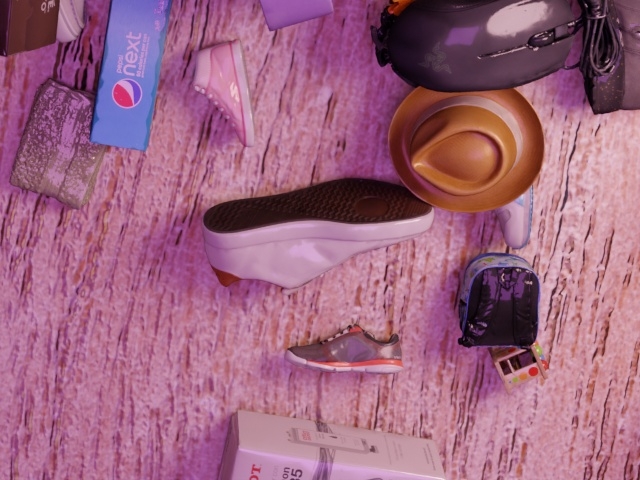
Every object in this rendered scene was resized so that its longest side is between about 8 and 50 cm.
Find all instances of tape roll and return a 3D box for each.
[{"bbox_3d":[-0.047,-0.340,1.757,0.080,0.189,0.189,-16,109,2],"label":"tape roll"}]

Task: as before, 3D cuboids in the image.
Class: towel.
[{"bbox_3d":[-0.318,-0.118,1.900,0.110,0.027,0.148,21,106,-10],"label":"towel"}]

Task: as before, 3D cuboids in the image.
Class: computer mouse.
[{"bbox_3d":[0.213,-0.239,1.759,0.272,0.072,0.189,-13,122,0],"label":"computer mouse"}]

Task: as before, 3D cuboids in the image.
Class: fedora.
[{"bbox_3d":[0.170,-0.107,1.841,0.194,0.079,0.194,5,112,13],"label":"fedora"}]

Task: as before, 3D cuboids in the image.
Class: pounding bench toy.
[{"bbox_3d":[0.258,0.148,2.020,0.065,0.052,0.083,-24,109,4],"label":"pounding bench toy"}]

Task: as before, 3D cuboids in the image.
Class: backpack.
[{"bbox_3d":[0.229,0.073,1.975,0.105,0.084,0.114,2,113,-4],"label":"backpack"}]

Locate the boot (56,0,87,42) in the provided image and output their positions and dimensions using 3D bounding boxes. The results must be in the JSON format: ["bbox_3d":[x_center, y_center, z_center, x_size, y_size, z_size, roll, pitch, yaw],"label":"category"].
[{"bbox_3d":[-0.276,-0.364,1.781,0.123,0.095,0.258,-8,109,6],"label":"boot"}]

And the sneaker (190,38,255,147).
[{"bbox_3d":[-0.120,-0.177,1.883,0.070,0.051,0.134,-10,106,1],"label":"sneaker"}]

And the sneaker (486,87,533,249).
[{"bbox_3d":[0.217,-0.097,1.923,0.092,0.087,0.229,-10,105,10],"label":"sneaker"}]

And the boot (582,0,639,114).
[{"bbox_3d":[0.429,-0.313,1.838,0.222,0.118,0.338,-4,121,3],"label":"boot"}]

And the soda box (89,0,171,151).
[{"bbox_3d":[-0.227,-0.218,1.838,0.071,0.067,0.210,9,101,-10],"label":"soda box"}]

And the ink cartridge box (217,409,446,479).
[{"bbox_3d":[0.004,0.359,2.040,0.283,0.117,0.207,10,108,-8],"label":"ink cartridge box"}]

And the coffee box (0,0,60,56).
[{"bbox_3d":[-0.446,-0.322,1.722,0.297,0.119,0.168,15,109,14],"label":"coffee box"}]

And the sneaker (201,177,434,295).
[{"bbox_3d":[0.000,0.000,1.938,0.290,0.106,0.123,-5,127,1],"label":"sneaker"}]

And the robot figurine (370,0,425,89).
[{"bbox_3d":[0.136,-0.313,1.799,0.211,0.085,0.291,-25,132,4],"label":"robot figurine"}]

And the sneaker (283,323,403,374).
[{"bbox_3d":[0.031,0.141,2.010,0.157,0.061,0.065,4,82,-6],"label":"sneaker"}]
